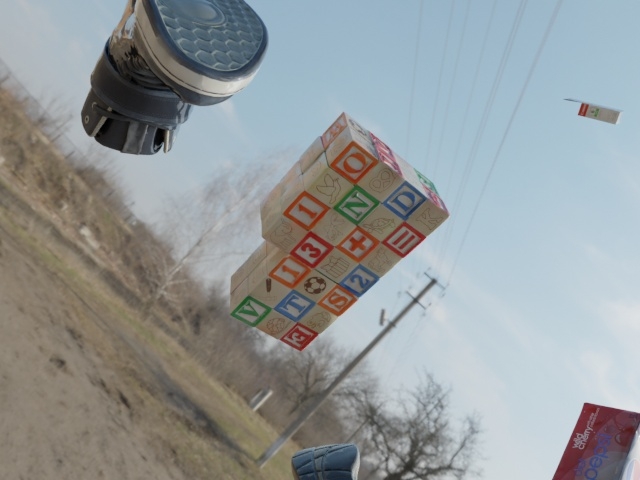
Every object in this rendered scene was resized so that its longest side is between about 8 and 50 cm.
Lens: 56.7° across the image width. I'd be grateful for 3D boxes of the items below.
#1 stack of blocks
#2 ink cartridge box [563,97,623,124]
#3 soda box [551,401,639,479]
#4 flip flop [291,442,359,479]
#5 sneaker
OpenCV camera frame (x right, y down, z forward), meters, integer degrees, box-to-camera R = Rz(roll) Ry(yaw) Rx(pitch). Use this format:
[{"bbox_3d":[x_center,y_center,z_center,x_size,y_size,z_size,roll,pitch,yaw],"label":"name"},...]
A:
[{"bbox_3d":[0.000,0.000,0.796,0.171,0.297,0.087,33,25,-25],"label":"stack of blocks"},{"bbox_3d":[0.567,-0.271,1.242,0.115,0.063,0.029,22,-67,27],"label":"ink cartridge box"},{"bbox_3d":[0.394,0.367,0.860,0.092,0.263,0.083,-1,-53,48],"label":"soda box"},{"bbox_3d":[0.020,0.385,0.889,0.277,0.112,0.080,-135,-141,-77],"label":"flip flop"},{"bbox_3d":[-0.114,-0.111,0.430,0.086,0.163,0.226,14,33,-28],"label":"sneaker"}]
